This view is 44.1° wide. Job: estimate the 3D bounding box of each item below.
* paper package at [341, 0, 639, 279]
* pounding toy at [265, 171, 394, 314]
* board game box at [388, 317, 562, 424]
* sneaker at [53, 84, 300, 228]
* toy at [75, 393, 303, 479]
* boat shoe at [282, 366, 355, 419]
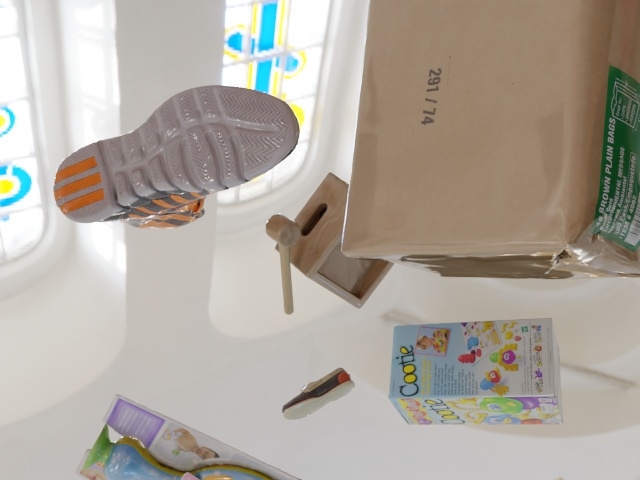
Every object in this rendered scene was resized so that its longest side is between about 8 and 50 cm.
[{"bbox_3d":[0.190,-0.129,0.839,0.168,0.309,0.324,14,-101,-38],"label":"paper package"},{"bbox_3d":[-0.009,0.005,1.034,0.181,0.206,0.094,-53,-135,2],"label":"pounding toy"},{"bbox_3d":[0.274,0.235,1.390,0.275,0.142,0.144,-5,-123,20],"label":"board game box"},{"bbox_3d":[-0.156,-0.097,0.991,0.321,0.180,0.124,-13,-98,18],"label":"sneaker"},{"bbox_3d":[-0.091,0.230,0.661,0.237,0.137,0.056,30,-142,-4],"label":"toy"},{"bbox_3d":[-0.008,0.260,1.344,0.137,0.049,0.043,-24,-126,-18],"label":"boat shoe"}]
